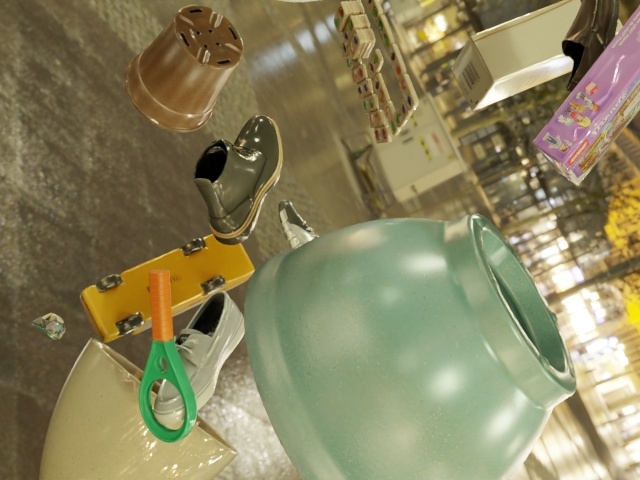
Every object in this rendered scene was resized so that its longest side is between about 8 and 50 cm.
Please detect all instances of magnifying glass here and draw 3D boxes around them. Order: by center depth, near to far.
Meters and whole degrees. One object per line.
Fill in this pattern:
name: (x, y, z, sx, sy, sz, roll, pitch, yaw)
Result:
magnifying glass: (-0.205, 0.154, 1.034, 0.026, 0.092, 0.231, -16, 106, -55)

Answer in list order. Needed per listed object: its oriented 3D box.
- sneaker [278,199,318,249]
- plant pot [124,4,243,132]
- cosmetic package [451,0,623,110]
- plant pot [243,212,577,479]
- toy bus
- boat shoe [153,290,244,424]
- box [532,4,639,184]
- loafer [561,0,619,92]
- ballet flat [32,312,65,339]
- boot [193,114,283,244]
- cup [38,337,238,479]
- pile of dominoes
sneaker: (0.000, 0.000, 1.748, 0.086, 0.132, 0.229, -46, 114, -81)
plant pot: (-0.222, -0.295, 1.320, 0.166, 0.165, 0.167, 17, 57, -29)
cosmetic package: (0.448, -0.398, 1.639, 0.113, 0.309, 0.160, 65, -12, 9)
plant pot: (0.100, 0.096, 0.700, 0.293, 0.196, 0.293, 45, 26, -29)
toy bus: (-0.296, 0.088, 1.529, 0.108, 0.332, 0.130, 61, -29, 6)
boat shoe: (-0.180, 0.157, 1.109, 0.081, 0.079, 0.227, 68, 30, -28)
box: (0.429, -0.223, 1.117, 0.057, 0.293, 0.201, 41, 11, 21)
loafer: (0.436, -0.333, 1.278, 0.080, 0.078, 0.220, 89, 5, -74)
ballet flat: (-0.485, 0.152, 1.414, 0.114, 0.041, 0.041, 7, -44, 55)
boot: (-0.103, -0.111, 1.006, 0.137, 0.076, 0.198, 74, 23, -57)
cup: (-0.344, 0.363, 1.364, 0.331, 0.237, 0.331, 36, -12, 9)
pile of dominoes: (0.082, -0.295, 1.371, 0.196, 0.040, 0.251, 120, -46, -65)
